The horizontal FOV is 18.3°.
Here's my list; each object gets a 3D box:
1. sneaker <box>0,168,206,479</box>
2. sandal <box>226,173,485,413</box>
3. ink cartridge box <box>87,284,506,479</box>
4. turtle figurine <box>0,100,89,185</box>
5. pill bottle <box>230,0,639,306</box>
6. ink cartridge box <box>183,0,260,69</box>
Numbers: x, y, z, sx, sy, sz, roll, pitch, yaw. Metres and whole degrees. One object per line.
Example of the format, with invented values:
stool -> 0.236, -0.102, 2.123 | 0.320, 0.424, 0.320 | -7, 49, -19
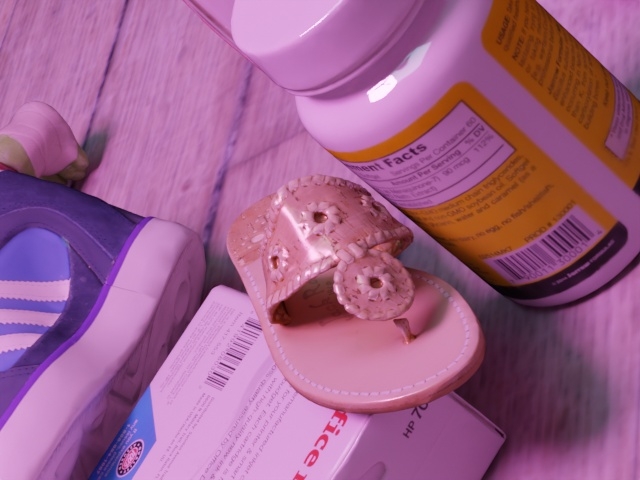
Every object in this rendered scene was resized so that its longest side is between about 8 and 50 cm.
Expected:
sneaker -> -0.222, 0.077, 1.116 | 0.236, 0.130, 0.323 | 12, 41, 13
sandal -> -0.006, 0.003, 0.947 | 0.088, 0.079, 0.240 | -31, 25, -7
ink cartridge box -> -0.020, 0.113, 0.989 | 0.140, 0.082, 0.190 | -57, 33, -10
turtle figurine -> -0.257, 0.040, 1.362 | 0.198, 0.274, 0.266 | -54, 1, 42
pill bottle -> 0.064, -0.069, 0.945 | 0.119, 0.208, 0.119 | -33, 35, 27
ink cartridge box -> -0.021, -0.277, 1.353 | 0.226, 0.131, 0.306 | -45, 33, 11
